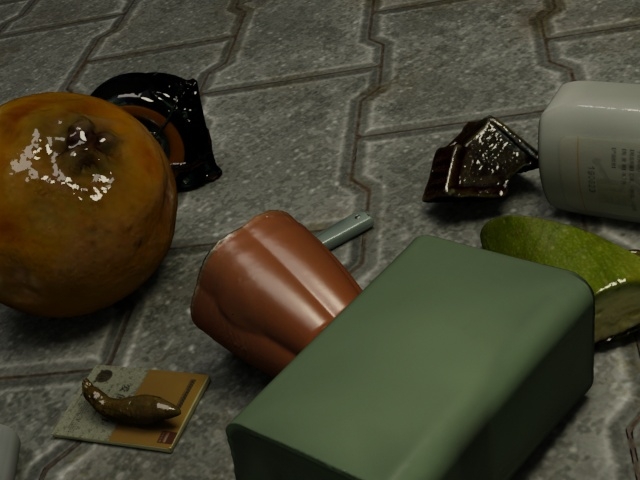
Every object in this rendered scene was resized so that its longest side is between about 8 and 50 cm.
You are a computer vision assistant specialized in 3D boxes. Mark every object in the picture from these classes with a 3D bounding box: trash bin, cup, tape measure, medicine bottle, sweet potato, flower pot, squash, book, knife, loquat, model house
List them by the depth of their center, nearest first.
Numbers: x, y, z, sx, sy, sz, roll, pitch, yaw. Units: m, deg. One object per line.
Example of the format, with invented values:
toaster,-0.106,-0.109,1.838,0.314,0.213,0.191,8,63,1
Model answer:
trash bin,0.095,0.151,0.899,0.223,0.158,0.343,16,36,36
cup,-0.399,0.281,1.051,0.104,0.074,0.116,-39,28,17
flower pot,-0.030,0.083,1.086,0.190,0.190,0.173,-36,52,-25
sweet potato,-0.231,0.199,1.090,0.153,0.038,0.041,7,63,27
squash,0.294,0.013,1.096,0.169,0.093,0.252,-25,36,6
book,-0.235,0.205,1.127,0.172,0.012,0.118,1,40,22
medicine bottle,0.446,-0.101,1.133,0.324,0.179,0.124,12,45,34
loquat,-0.361,-0.051,1.265,0.328,0.328,0.328,-10,36,8
knife,0.000,0.000,1.302,0.162,0.023,0.044,-27,33,-15
model house,0.211,-0.096,1.303,0.152,0.106,0.165,-40,5,-13
tape measure,-0.288,-0.170,1.487,0.223,0.202,0.135,-9,33,1

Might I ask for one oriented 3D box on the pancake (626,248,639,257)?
pancake,0.387,0.045,1.101,0.108,0.017,0.108,-7,36,5
